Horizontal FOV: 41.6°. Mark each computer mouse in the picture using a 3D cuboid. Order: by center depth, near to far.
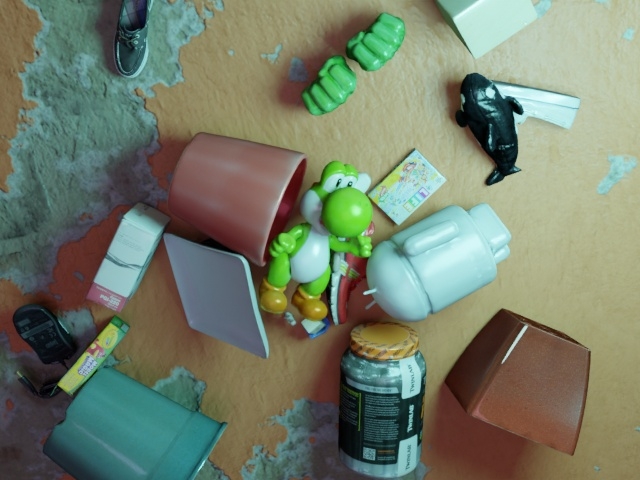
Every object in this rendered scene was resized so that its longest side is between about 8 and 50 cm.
[{"bbox_3d":[-0.695,0.272,2.092,0.184,0.060,0.262,-30,116,6],"label":"computer mouse"}]

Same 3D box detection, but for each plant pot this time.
[{"bbox_3d":[-0.189,-0.107,1.863,0.243,0.275,0.274,21,107,4],"label":"plant pot"},{"bbox_3d":[0.481,0.310,1.978,0.267,0.267,0.235,22,95,-6],"label":"plant pot"},{"bbox_3d":[-0.456,0.493,2.030,0.334,0.341,0.341,35,105,-1],"label":"plant pot"}]

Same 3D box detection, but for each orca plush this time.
[{"bbox_3d":[0.362,-0.222,1.841,0.151,0.102,0.287,7,138,20],"label":"orca plush"}]

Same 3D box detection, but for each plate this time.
[{"bbox_3d":[-0.233,0.118,1.948,0.277,0.045,0.278,16,129,39],"label":"plate"}]

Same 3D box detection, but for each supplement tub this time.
[{"bbox_3d":[0.147,0.380,2.024,0.207,0.207,0.337,1,108,1],"label":"supplement tub"}]

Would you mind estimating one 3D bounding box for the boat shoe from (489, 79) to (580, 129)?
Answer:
[{"bbox_3d":[0.442,-0.298,1.859,0.258,0.095,0.084,11,107,1],"label":"boat shoe"}]

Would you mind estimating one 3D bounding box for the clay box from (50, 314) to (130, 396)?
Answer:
[{"bbox_3d":[-0.552,0.286,2.023,0.053,0.127,0.222,39,88,-8],"label":"clay box"}]

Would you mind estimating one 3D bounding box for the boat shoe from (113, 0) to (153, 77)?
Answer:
[{"bbox_3d":[-0.409,-0.465,1.837,0.080,0.076,0.228,17,107,-4],"label":"boat shoe"}]

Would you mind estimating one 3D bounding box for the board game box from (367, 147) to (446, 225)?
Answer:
[{"bbox_3d":[0.200,-0.125,1.955,0.103,0.026,0.154,42,104,-11],"label":"board game box"}]

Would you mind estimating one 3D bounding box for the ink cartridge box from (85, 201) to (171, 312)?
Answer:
[{"bbox_3d":[-0.443,0.036,1.955,0.092,0.158,0.217,26,107,-5],"label":"ink cartridge box"}]

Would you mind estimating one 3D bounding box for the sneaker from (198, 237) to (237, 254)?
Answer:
[{"bbox_3d":[-0.217,0.028,2.005,0.170,0.051,0.089,20,107,0],"label":"sneaker"}]

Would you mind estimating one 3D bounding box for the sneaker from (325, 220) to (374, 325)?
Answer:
[{"bbox_3d":[0.077,0.077,1.986,0.119,0.107,0.278,4,110,-8],"label":"sneaker"}]

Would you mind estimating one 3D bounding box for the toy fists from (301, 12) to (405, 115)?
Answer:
[{"bbox_3d":[0.071,-0.379,1.818,0.279,0.142,0.096,-41,102,12],"label":"toy fists"}]

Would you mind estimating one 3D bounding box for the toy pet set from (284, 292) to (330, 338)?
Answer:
[{"bbox_3d":[-0.024,0.171,2.052,0.122,0.065,0.114,-40,68,10],"label":"toy pet set"}]

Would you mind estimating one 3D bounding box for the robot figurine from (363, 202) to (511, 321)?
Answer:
[{"bbox_3d":[0.253,0.053,1.898,0.354,0.199,0.300,-29,147,-4],"label":"robot figurine"}]

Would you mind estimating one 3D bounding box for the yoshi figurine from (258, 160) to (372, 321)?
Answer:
[{"bbox_3d":[0.002,0.010,1.843,0.203,0.203,0.362,27,108,15],"label":"yoshi figurine"}]

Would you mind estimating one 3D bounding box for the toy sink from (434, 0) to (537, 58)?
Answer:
[{"bbox_3d":[0.323,-0.514,1.761,0.153,0.234,0.131,-34,133,10],"label":"toy sink"}]

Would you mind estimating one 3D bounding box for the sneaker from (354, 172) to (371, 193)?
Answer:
[{"bbox_3d":[0.052,-0.103,1.950,0.152,0.061,0.053,-32,102,9],"label":"sneaker"}]
